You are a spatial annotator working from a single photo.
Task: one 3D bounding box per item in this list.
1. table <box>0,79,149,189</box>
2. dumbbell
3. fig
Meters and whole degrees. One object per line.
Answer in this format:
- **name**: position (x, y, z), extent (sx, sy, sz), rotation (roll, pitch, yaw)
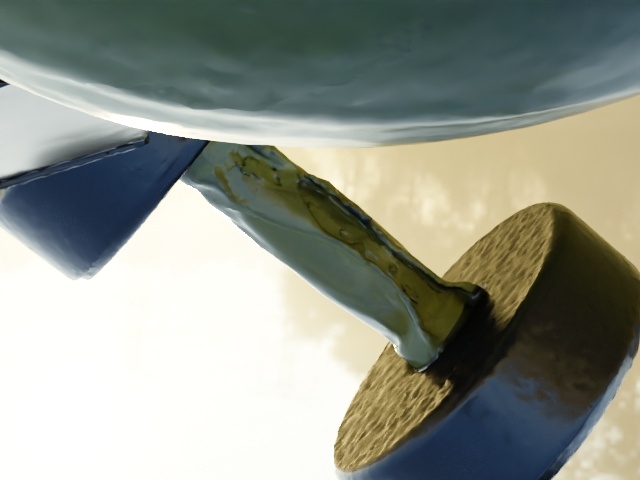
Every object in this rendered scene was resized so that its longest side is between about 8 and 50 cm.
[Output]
- **table**: position (-0.227, -0.130, 0.652), extent (0.282, 0.251, 0.196), rotation (-17, 172, -13)
- **dumbbell**: position (0.000, 0.000, 0.925), extent (0.322, 0.204, 0.204), rotation (39, 175, -9)
- **fig**: position (0.004, -0.154, 0.435), extent (0.316, 0.316, 0.316), rotation (5, -179, 0)
